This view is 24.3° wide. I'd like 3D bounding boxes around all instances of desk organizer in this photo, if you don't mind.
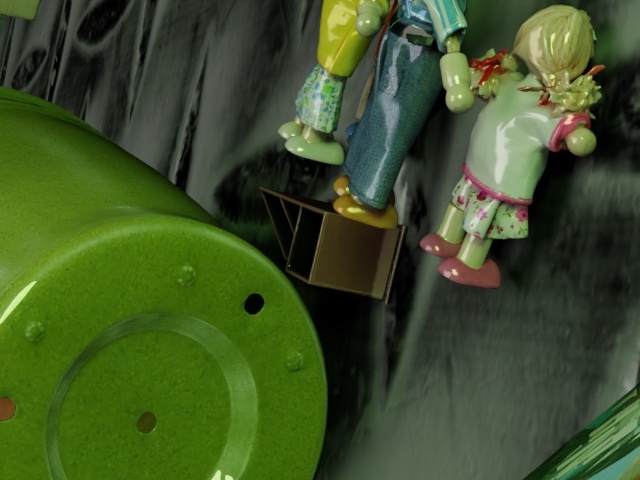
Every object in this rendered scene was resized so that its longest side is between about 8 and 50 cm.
[{"bbox_3d":[0.000,0.000,0.901,0.130,0.050,0.047,-157,80,-69],"label":"desk organizer"}]

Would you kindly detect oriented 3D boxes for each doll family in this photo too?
[{"bbox_3d":[0.041,-0.100,0.753,0.263,0.118,0.163,-121,47,-61],"label":"doll family"}]

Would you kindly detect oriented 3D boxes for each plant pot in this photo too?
[{"bbox_3d":[-0.183,0.086,0.974,0.353,0.366,0.367,14,92,58],"label":"plant pot"}]

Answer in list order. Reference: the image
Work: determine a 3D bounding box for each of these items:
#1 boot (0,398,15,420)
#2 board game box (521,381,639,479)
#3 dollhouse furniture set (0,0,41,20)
[{"bbox_3d":[-0.236,0.132,1.353,0.283,0.109,0.220,-128,51,-61],"label":"boot"},{"bbox_3d":[0.047,0.118,0.306,0.318,0.066,0.318,-43,-3,14],"label":"board game box"},{"bbox_3d":[-0.193,-0.371,1.120,0.362,0.394,0.256,-100,30,-45],"label":"dollhouse furniture set"}]
